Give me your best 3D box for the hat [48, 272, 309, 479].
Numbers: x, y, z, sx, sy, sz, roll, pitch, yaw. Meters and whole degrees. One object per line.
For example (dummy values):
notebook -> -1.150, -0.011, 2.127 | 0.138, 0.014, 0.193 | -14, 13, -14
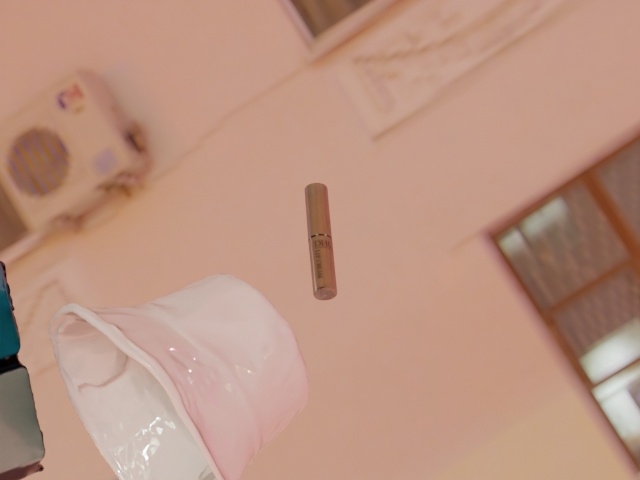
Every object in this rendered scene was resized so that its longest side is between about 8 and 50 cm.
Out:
hat -> -0.090, 0.100, 1.256 | 0.126, 0.203, 0.203 | -35, -6, -28

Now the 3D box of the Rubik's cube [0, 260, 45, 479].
Rubik's cube -> -0.326, 0.100, 1.291 | 0.167, 0.183, 0.180 | -21, 18, -33

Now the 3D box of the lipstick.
lipstick -> 0.000, 0.000, 1.300 | 0.019, 0.094, 0.019 | -4, -32, -3
